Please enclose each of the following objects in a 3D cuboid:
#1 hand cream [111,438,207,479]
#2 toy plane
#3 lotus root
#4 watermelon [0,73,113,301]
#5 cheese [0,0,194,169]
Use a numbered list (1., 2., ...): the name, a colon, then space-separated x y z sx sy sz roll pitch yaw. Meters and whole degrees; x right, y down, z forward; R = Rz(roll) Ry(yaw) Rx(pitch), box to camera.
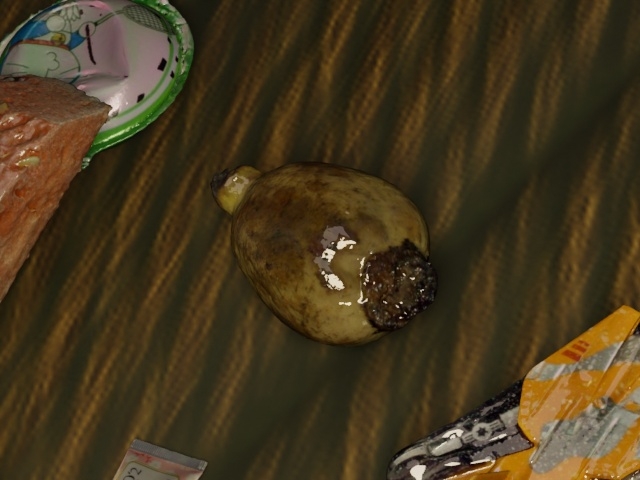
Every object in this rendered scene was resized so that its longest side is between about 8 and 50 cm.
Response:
1. hand cream: -0.159 0.237 1.207 0.067 0.043 0.209 13 53 24
2. toy plane: 0.209 0.111 1.162 0.204 0.103 0.316 28 59 29
3. lotus root: 0.000 0.000 1.284 0.138 0.138 0.214 -41 53 -15
4. watermelon: -0.295 -0.051 1.369 0.256 0.140 0.193 -45 62 -1
5. cheese: -0.204 -0.190 1.510 0.204 0.083 0.320 2 56 18
